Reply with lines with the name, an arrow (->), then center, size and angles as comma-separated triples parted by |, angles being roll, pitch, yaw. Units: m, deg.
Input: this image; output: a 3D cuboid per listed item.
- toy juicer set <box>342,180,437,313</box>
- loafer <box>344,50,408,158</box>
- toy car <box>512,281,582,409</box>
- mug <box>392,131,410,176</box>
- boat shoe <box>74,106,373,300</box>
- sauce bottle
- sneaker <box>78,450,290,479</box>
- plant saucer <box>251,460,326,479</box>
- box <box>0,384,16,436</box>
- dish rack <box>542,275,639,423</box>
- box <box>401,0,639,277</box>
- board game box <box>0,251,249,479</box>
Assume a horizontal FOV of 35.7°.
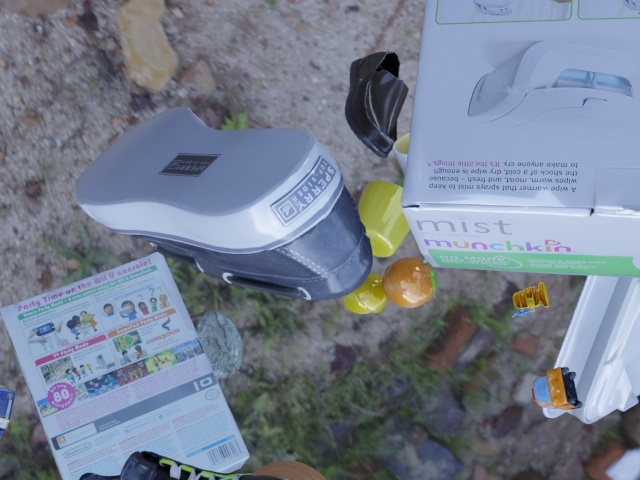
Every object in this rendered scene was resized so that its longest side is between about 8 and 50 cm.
toy juicer set -> 0.000, 0.000, 1.193 | 0.209, 0.329, 0.089 | 53, 54, -42
loafer -> 0.087, -0.212, 1.461 | 0.078, 0.220, 0.080 | -33, 129, 28
toy car -> 0.200, 0.099, 0.894 | 0.041, 0.060, 0.122 | -16, 87, 22
mug -> 0.120, -0.087, 1.113 | 0.062, 0.078, 0.064 | -6, 121, 21
boat shoe -> -0.051, -0.015, 0.498 | 0.080, 0.229, 0.076 | -47, 119, -22
sauce bottle -> -0.283, 0.197, 1.529 | 0.345, 0.111, 0.111 | -20, 125, 29
sneaker -> -0.130, 0.222, 0.831 | 0.235, 0.084, 0.097 | -18, 113, 30
plant saucer -> -0.059, 0.428, 1.474 | 0.037, 0.200, 0.200 | 20, 103, -57
box -> -0.528, 0.228, 1.421 | 0.169, 0.059, 0.054 | 19, 133, -22
dish rack -> 0.373, 0.051, 1.043 | 0.333, 0.072, 0.285 | -13, 126, -46
box -> 0.196, -0.100, 0.598 | 0.127, 0.262, 0.231 | 51, 44, -66
board game box -> -0.257, 0.195, 1.300 | 0.224, 0.097, 0.303 | -20, 75, -17
